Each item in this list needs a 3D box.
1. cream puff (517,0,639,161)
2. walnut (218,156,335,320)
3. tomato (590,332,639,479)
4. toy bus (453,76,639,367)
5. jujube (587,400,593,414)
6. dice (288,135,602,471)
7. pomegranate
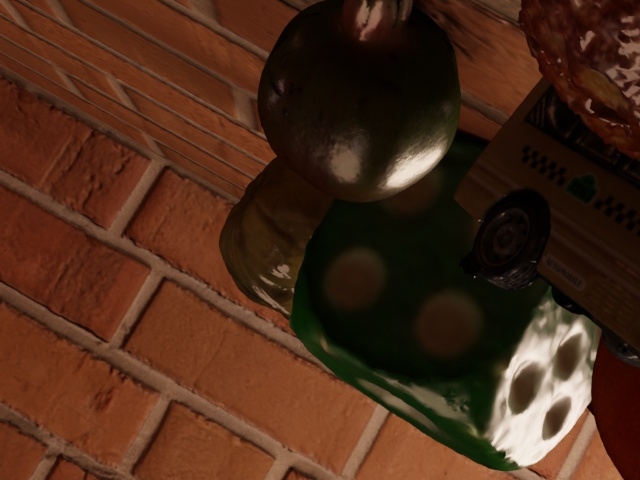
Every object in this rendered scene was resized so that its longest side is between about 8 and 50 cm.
[{"bbox_3d":[0.199,-0.098,0.528,0.240,0.164,0.240,26,170,5],"label":"cream puff"},{"bbox_3d":[0.001,-0.001,1.752,0.276,0.282,0.253,25,-146,-13],"label":"walnut"},{"bbox_3d":[0.394,0.129,0.931,0.341,0.273,0.341,26,-152,-15],"label":"tomato"},{"bbox_3d":[0.250,0.013,0.714,0.177,0.202,0.365,28,-170,-33],"label":"toy bus"},{"bbox_3d":[0.447,0.178,1.523,0.255,0.190,0.190,25,177,-32],"label":"jujube"},{"bbox_3d":[0.163,0.065,1.344,0.297,0.300,0.287,27,170,33],"label":"dice"},{"bbox_3d":[0.039,-0.137,0.969,0.180,0.180,0.210,29,141,9],"label":"pomegranate"}]
